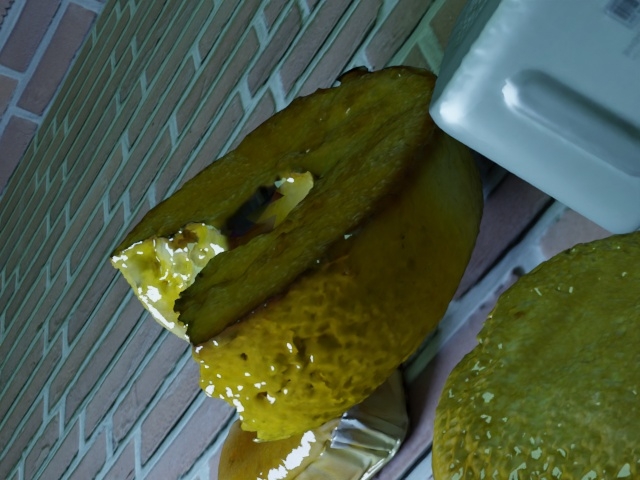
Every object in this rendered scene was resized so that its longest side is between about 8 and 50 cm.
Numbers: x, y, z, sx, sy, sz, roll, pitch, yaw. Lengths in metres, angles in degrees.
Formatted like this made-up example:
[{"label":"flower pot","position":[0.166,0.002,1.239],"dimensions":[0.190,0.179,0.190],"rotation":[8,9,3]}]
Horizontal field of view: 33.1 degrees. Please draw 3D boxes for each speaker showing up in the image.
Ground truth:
[{"label":"speaker","position":[0.243,-0.204,0.736],"dimensions":[0.406,0.184,0.183],"rotation":[-58,8,43]}]

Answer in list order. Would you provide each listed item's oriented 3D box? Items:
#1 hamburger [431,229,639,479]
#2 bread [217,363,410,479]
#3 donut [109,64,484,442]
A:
[{"label":"hamburger","position":[0.224,0.108,0.605],"dimensions":[0.314,0.170,0.290],"rotation":[-2,42,54]},{"label":"bread","position":[-0.016,0.205,1.117],"dimensions":[0.241,0.107,0.136],"rotation":[-47,31,36]},{"label":"donut","position":[0.000,0.000,1.062],"dimensions":[0.377,0.163,0.435],"rotation":[-38,23,-3]}]
